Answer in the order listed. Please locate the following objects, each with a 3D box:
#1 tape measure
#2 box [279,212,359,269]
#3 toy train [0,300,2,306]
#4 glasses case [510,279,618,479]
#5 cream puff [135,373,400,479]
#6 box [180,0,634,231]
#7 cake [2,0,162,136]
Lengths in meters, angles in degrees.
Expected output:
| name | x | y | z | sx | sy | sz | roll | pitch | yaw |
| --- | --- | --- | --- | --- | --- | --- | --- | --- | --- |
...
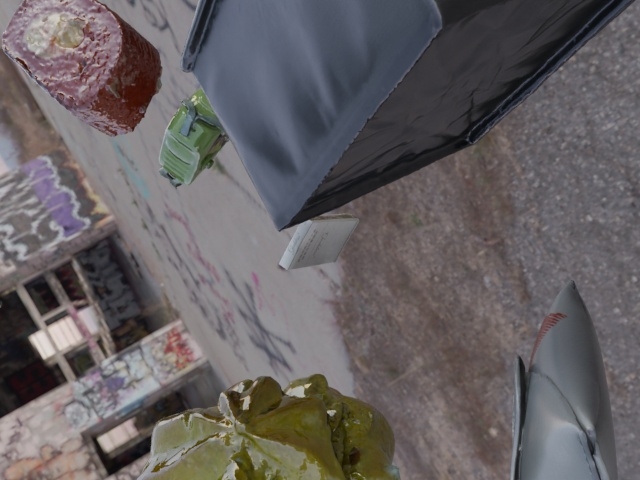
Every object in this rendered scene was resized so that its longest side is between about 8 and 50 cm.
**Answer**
| name | x | y | z | sx | sy | sz | roll | pitch | yaw |
| --- | --- | --- | --- | --- | --- | --- | --- | --- | --- |
| tape measure | -0.207 | -0.203 | 1.280 | 0.106 | 0.175 | 0.200 | 37 | 155 | 1 |
| box | 0.000 | 0.000 | 1.426 | 0.029 | 0.109 | 0.198 | 36 | -161 | 22 |
| toy train | -0.639 | 0.096 | 1.349 | 0.050 | 0.081 | 0.122 | -66 | -18 | -53 |
| glasses case | 0.210 | 0.146 | 0.646 | 0.308 | 0.083 | 0.128 | -52 | -44 | -65 |
| cream puff | -0.076 | 0.299 | 0.970 | 0.378 | 0.378 | 0.276 | 32 | 140 | 62 |
| box | 0.062 | -0.191 | 0.598 | 0.205 | 0.251 | 0.345 | 60 | 154 | 9 |
| cake | -0.400 | -0.316 | 1.255 | 0.283 | 0.177 | 0.151 | 40 | -178 | 25 |
